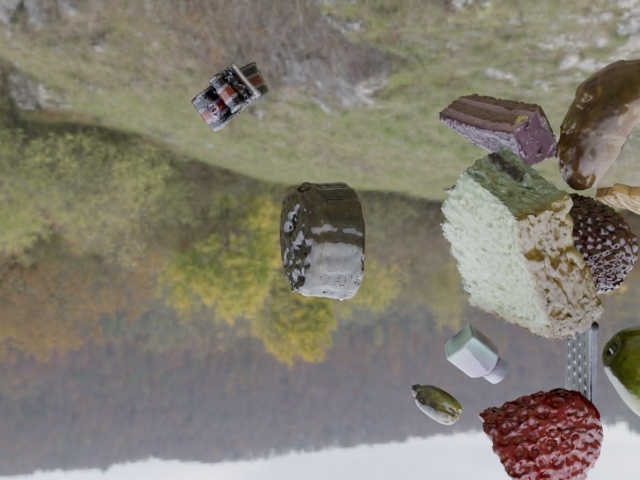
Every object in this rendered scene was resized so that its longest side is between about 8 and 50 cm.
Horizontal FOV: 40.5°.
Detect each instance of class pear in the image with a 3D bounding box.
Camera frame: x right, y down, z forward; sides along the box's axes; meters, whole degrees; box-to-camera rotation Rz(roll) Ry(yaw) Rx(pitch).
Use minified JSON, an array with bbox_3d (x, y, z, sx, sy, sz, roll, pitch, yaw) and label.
[{"bbox_3d":[0.679,0.261,1.681,0.269,0.212,0.212,29,171,-4],"label":"pear"}]

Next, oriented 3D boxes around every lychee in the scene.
[{"bbox_3d":[0.512,0.014,1.780,0.271,0.236,0.236,-3,175,42],"label":"lychee"}]

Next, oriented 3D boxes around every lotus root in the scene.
[{"bbox_3d":[0.204,0.287,1.542,0.099,0.054,0.049,32,168,17],"label":"lotus root"}]

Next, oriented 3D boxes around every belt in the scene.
[{"bbox_3d":[-0.186,-0.324,1.888,0.126,0.094,0.359,-38,-172,12],"label":"belt"}]

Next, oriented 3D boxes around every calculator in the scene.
[{"bbox_3d":[0.493,0.257,1.646,0.021,0.262,0.161,-4,-167,-1],"label":"calculator"}]

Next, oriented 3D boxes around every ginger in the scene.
[{"bbox_3d":[0.587,-0.259,1.777,0.321,0.172,0.165,-45,-175,-1],"label":"ginger"}]

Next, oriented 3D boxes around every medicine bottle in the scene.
[{"bbox_3d":[0.310,0.228,1.703,0.118,0.074,0.055,37,-158,-17],"label":"medicine bottle"}]

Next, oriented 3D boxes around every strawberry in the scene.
[{"bbox_3d":[0.411,0.350,1.535,0.178,0.234,0.234,-47,156,18],"label":"strawberry"}]

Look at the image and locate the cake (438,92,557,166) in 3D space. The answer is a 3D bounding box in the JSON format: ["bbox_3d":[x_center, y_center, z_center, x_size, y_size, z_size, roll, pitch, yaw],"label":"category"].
[{"bbox_3d":[0.385,-0.263,1.906,0.116,0.113,0.295,-33,-139,-19],"label":"cake"}]

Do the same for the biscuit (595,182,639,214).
[{"bbox_3d":[0.552,-0.058,1.424,0.162,0.035,0.250,14,179,-29],"label":"biscuit"}]

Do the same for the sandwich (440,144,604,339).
[{"bbox_3d":[0.340,-0.005,1.535,0.131,0.325,0.262,-30,-158,-18],"label":"sandwich"}]

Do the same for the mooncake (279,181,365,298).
[{"bbox_3d":[0.000,0.000,1.618,0.124,0.228,0.228,-1,174,-17],"label":"mooncake"}]
